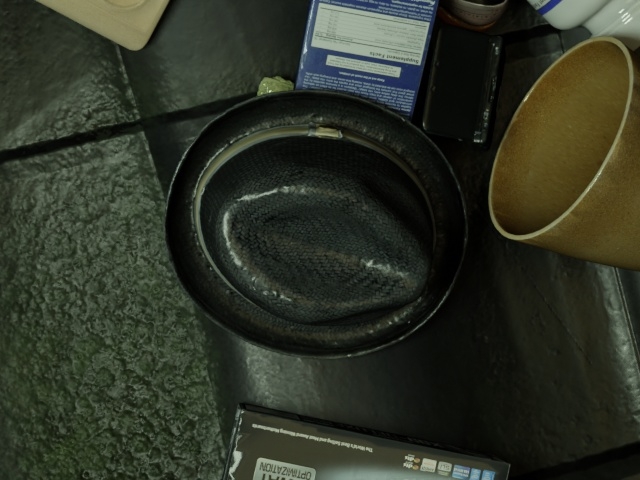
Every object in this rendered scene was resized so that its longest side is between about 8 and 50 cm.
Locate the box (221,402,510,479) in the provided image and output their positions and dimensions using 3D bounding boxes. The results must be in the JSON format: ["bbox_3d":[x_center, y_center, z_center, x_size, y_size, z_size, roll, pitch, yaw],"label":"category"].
[{"bbox_3d":[0.032,0.328,1.385,0.307,0.076,0.242,13,88,-6],"label":"box"}]

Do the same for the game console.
[{"bbox_3d":[0.162,-0.170,1.404,0.071,0.107,0.122,10,88,12],"label":"game console"}]

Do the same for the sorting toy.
[{"bbox_3d":[-0.232,-0.336,1.351,0.193,0.038,0.208,27,103,-20],"label":"sorting toy"}]

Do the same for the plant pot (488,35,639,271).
[{"bbox_3d":[0.355,-0.061,1.373,0.254,0.237,0.237,25,86,-21],"label":"plant pot"}]

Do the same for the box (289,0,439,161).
[{"bbox_3d":[0.045,-0.195,1.363,0.136,0.036,0.225,10,109,-7],"label":"box"}]

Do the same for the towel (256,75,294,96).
[{"bbox_3d":[-0.015,-0.111,1.412,0.148,0.027,0.110,23,87,-6],"label":"towel"}]

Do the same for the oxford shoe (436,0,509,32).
[{"bbox_3d":[0.100,-0.336,1.392,0.271,0.098,0.097,33,86,-5],"label":"oxford shoe"}]

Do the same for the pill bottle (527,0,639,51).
[{"bbox_3d":[0.272,-0.331,1.385,0.272,0.152,0.152,45,85,-4],"label":"pill bottle"}]

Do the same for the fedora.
[{"bbox_3d":[0.000,0.000,1.320,0.334,0.152,0.334,-1,104,-4],"label":"fedora"}]
